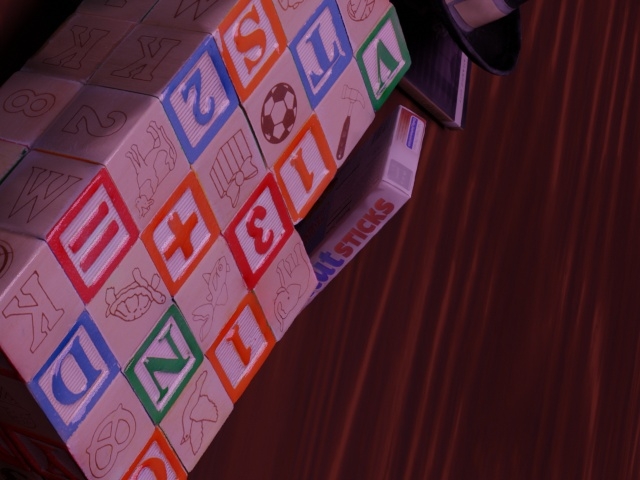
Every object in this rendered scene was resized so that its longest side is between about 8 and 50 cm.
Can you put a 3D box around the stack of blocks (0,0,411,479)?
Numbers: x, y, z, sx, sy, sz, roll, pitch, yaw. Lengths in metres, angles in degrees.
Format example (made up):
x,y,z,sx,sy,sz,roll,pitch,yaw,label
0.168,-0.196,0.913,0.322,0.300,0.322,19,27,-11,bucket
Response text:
x,y,z,sx,sy,sz,roll,pitch,yaw,label
-0.069,-0.028,0.692,0.297,0.087,0.171,-56,143,-30,stack of blocks

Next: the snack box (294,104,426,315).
x,y,z,sx,sy,sz,roll,pitch,yaw,label
0.000,0.000,0.814,0.022,0.178,0.064,29,44,-15,snack box

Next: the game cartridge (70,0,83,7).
x,y,z,sx,sy,sz,roll,pitch,yaw,label
-0.051,-0.192,0.827,0.297,0.062,0.198,10,78,-61,game cartridge

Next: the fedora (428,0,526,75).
x,y,z,sx,sy,sz,roll,pitch,yaw,label
0.131,-0.283,0.983,0.334,0.152,0.334,-16,90,-72,fedora

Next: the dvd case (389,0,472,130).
x,y,z,sx,sy,sz,roll,pitch,yaw,label
0.069,-0.196,1.082,0.221,0.018,0.165,29,64,-57,dvd case
